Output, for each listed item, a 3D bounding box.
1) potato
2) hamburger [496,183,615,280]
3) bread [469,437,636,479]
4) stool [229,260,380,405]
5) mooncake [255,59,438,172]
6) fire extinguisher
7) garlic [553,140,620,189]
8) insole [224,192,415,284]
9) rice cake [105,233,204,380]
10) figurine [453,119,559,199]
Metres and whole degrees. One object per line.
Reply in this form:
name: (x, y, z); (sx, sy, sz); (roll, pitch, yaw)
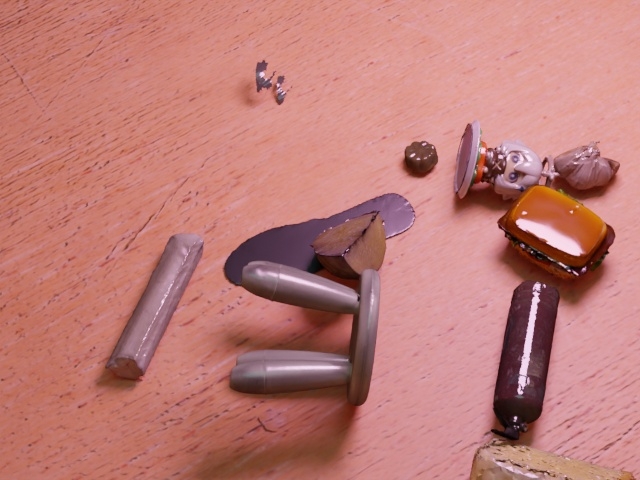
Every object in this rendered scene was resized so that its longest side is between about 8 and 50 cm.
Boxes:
potato: (0.042, 0.032, 1.916); (0.100, 0.089, 0.172); (-15, 19, 24)
hamburger: (0.367, -0.010, 1.938); (0.166, 0.087, 0.137); (35, 63, 22)
bread: (0.295, 0.432, 1.648); (0.248, 0.279, 0.315); (15, 100, 14)
stool: (-0.021, 0.129, 1.786); (0.198, 0.195, 0.195); (6, 91, 1)
mooncake: (0.040, -0.205, 2.119); (0.346, 0.057, 0.150); (16, 44, 6)
fire extinguisher: (0.288, 0.177, 1.805); (0.072, 0.089, 0.268); (-13, 45, 34)
garlic: (0.430, -0.119, 2.019); (0.113, 0.094, 0.074); (-7, 97, -11)
insole: (0.000, 0.000, 1.998); (0.322, 0.007, 0.109); (-21, 59, -12)
rice cake: (-0.249, 0.098, 1.915); (0.057, 0.052, 0.256); (13, 57, 15)
figurine: (0.300, -0.118, 2.011); (0.153, 0.132, 0.132); (11, 55, -4)
